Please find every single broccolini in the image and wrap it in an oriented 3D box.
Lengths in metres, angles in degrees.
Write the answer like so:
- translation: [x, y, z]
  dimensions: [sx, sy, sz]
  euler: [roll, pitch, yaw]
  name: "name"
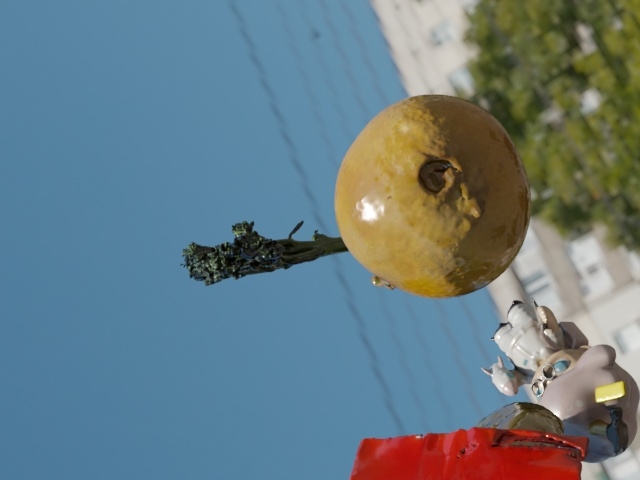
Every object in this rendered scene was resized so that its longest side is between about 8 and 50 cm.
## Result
- translation: [0.008, -0.001, 1.644]
  dimensions: [0.123, 0.271, 0.062]
  euler: [-158, 61, -76]
  name: "broccolini"

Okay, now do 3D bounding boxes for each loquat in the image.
- translation: [0.077, -0.027, 1.201]
  dimensions: [0.141, 0.141, 0.141]
  euler: [46, -155, -29]
  name: "loquat"

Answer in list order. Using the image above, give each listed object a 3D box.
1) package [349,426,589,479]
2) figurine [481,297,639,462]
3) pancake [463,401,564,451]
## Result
- translation: [0.156, 0.341, 1.308]
  dimensions: [0.123, 0.196, 0.424]
  euler: [-49, -54, -56]
  name: "package"
- translation: [0.256, 0.151, 1.818]
  dimensions: [0.112, 0.137, 0.229]
  euler: [11, -152, -42]
  name: "figurine"
- translation: [0.067, 0.273, 1.599]
  dimensions: [0.082, 0.387, 0.387]
  euler: [48, -158, 3]
  name: "pancake"
